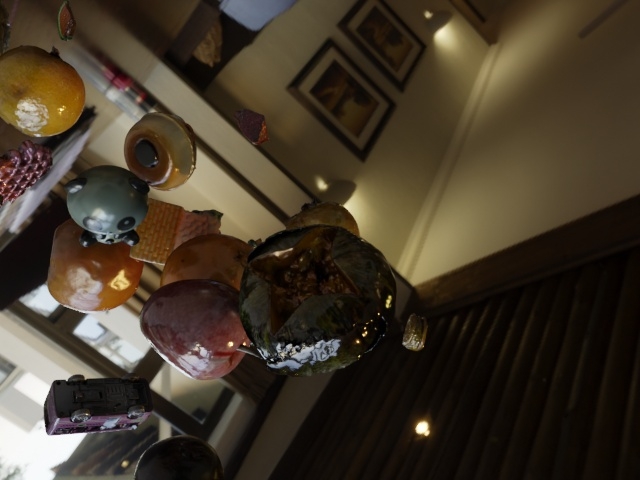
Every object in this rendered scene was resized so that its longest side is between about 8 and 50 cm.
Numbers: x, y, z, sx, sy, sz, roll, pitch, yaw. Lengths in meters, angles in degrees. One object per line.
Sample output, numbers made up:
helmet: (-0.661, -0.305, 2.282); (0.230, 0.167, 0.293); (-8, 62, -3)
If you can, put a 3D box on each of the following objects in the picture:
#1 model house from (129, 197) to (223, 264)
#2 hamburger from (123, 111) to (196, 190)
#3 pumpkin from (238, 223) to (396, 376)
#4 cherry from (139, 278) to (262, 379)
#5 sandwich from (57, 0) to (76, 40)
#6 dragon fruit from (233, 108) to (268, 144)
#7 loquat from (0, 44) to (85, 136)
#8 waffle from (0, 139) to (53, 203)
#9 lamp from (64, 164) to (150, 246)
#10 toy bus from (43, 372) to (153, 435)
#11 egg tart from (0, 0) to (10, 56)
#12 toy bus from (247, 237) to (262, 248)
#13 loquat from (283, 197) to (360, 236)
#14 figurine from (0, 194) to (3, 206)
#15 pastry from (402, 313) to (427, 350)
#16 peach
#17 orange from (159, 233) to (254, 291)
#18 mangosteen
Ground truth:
model house: (-0.461, -0.022, 1.758); (0.237, 0.238, 0.202); (8, -97, 61)
hamburger: (-0.456, -0.251, 1.625); (0.237, 0.237, 0.147); (-40, 180, 29)
pumpkin: (-0.007, 0.109, 1.100); (0.321, 0.192, 0.320); (-13, -132, 15)
cherry: (-0.244, 0.189, 1.224); (0.236, 0.286, 0.213); (96, 21, -44)
sandwich: (-0.684, -0.587, 1.533); (0.069, 0.101, 0.026); (-31, 161, 34)
dragon fruit: (-0.224, -0.370, 1.845); (0.063, 0.131, 0.097); (1, 112, -62)
loquat: (-0.648, -0.343, 1.301); (0.208, 0.208, 0.208); (-44, -164, 16)
waffle: (-0.777, -0.160, 1.430); (0.234, 0.055, 0.221); (-44, -178, -19)
lamp: (-0.545, -0.083, 1.464); (0.197, 0.198, 0.243); (-62, 177, -41)
toy bus: (-0.410, 0.306, 1.053); (0.098, 0.178, 0.086); (-52, -133, 30)
egg tart: (-0.983, -0.531, 1.529); (0.352, 0.150, 0.352); (-46, 169, -12)
toy bus: (-0.262, 0.065, 1.996); (0.091, 0.103, 0.182); (-29, -179, 30)
loquat: (0.000, 0.000, 1.596); (0.244, 0.244, 0.244); (-44, -164, 16)
figurine: (-0.793, -0.117, 1.222); (0.114, 0.196, 0.108); (22, -102, 32)
pastry: (0.269, 0.260, 1.603); (0.109, 0.057, 0.097); (99, 7, -69)
peach: (-0.763, 0.081, 1.951); (0.343, 0.302, 0.342); (-27, -120, 60)
orange: (-0.276, 0.135, 1.515); (0.312, 0.312, 0.312); (-44, -164, 16)
mangosteen: (-0.460, 0.802, 1.851); (0.297, 0.297, 0.313); (171, -79, -67)
